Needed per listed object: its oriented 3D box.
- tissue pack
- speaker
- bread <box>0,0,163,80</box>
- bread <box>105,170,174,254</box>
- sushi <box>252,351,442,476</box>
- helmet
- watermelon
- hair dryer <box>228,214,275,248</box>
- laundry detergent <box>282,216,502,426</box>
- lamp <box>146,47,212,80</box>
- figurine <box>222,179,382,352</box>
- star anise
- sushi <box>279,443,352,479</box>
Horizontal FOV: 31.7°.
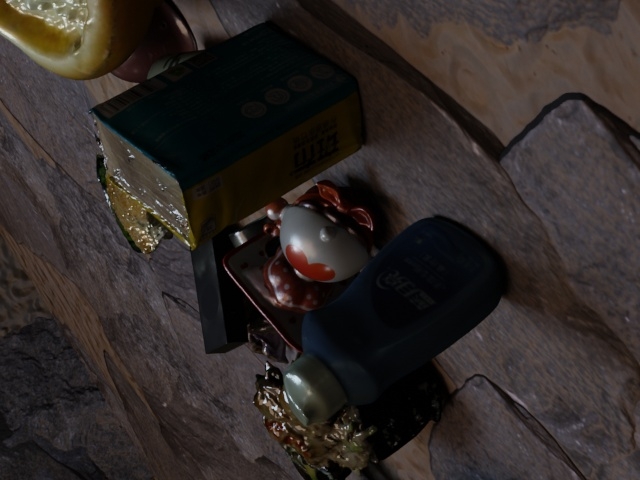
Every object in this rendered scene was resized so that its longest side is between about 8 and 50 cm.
[{"bbox_3d":[-0.106,-0.127,1.333,0.192,0.271,0.134,39,148,34],"label":"tissue pack"},{"bbox_3d":[-0.170,0.072,1.853,0.082,0.044,0.218,-28,66,51],"label":"speaker"},{"bbox_3d":[-0.328,-0.397,1.391,0.329,0.245,0.424,23,150,3],"label":"bread"},{"bbox_3d":[-0.248,-0.101,1.760,0.192,0.171,0.314,54,156,-8],"label":"bread"},{"bbox_3d":[0.029,0.234,1.628,0.238,0.219,0.225,63,159,-17],"label":"sushi"},{"bbox_3d":[-0.266,-0.284,1.630,0.175,0.106,0.155,31,148,35],"label":"helmet"},{"bbox_3d":[-0.375,-0.061,2.207,0.119,0.063,0.245,55,171,52],"label":"watermelon"},{"bbox_3d":[-0.081,0.061,1.798,0.195,0.078,0.248,63,168,-5],"label":"hair dryer"},{"bbox_3d":[0.068,0.095,1.273,0.143,0.290,0.094,37,152,32],"label":"laundry detergent"},{"bbox_3d":[-0.201,-0.199,1.571,0.214,0.121,0.121,-13,112,48],"label":"lamp"},{"bbox_3d":[0.000,0.000,1.482,0.183,0.160,0.226,48,147,14],"label":"figurine"},{"bbox_3d":[-0.126,0.122,1.934,0.197,0.073,0.212,44,162,29],"label":"star anise"},{"bbox_3d":[0.004,0.331,1.945,0.131,0.139,0.291,29,157,36],"label":"sushi"}]
